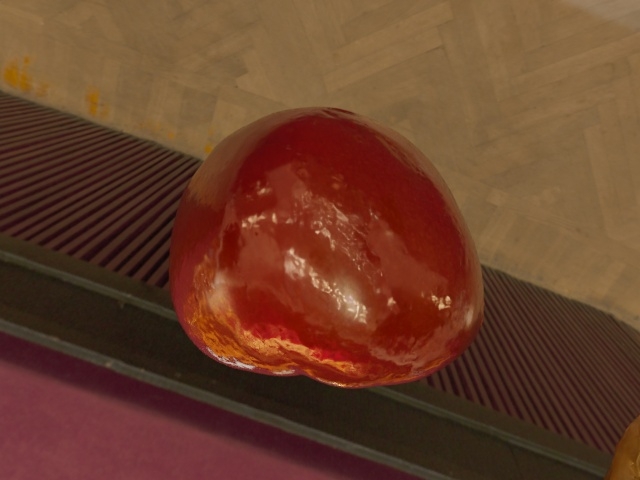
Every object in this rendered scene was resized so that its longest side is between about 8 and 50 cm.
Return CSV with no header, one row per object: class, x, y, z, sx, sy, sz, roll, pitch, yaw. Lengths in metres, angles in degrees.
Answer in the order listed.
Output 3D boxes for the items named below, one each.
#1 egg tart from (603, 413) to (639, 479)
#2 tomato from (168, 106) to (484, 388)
egg tart,0.272,0.197,0.241,0.290,0.291,0.107,-7,139,4
tomato,0.000,0.000,0.464,0.298,0.298,0.227,-1,94,2
